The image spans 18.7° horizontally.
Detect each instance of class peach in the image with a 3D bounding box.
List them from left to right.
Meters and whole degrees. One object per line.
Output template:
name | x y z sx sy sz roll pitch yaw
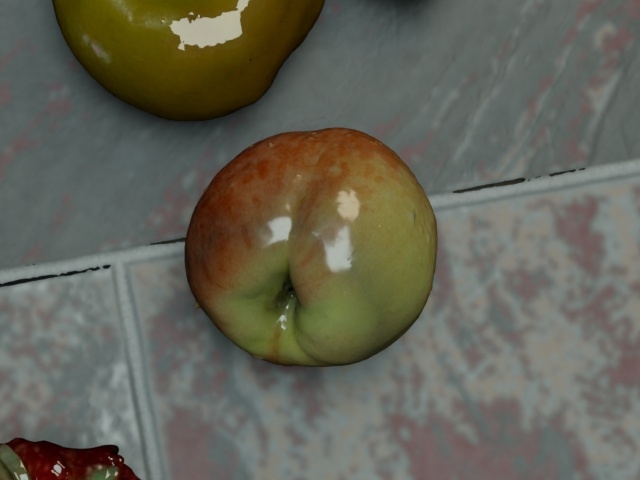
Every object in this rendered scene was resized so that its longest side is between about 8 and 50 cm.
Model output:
peach | -0.120 -0.232 1.723 0.251 0.153 0.251 -3 70 8
peach | 0.000 0.000 1.682 0.232 0.232 0.232 1 81 -4

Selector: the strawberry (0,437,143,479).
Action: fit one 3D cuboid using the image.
strawberry | -0.241 0.308 1.609 0.261 0.258 0.261 6 52 -8
